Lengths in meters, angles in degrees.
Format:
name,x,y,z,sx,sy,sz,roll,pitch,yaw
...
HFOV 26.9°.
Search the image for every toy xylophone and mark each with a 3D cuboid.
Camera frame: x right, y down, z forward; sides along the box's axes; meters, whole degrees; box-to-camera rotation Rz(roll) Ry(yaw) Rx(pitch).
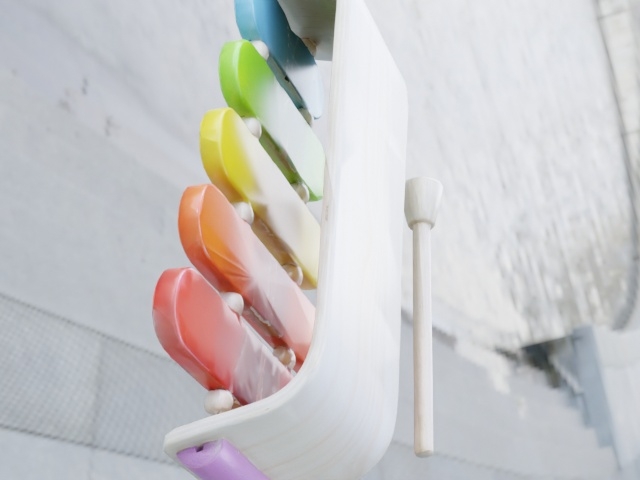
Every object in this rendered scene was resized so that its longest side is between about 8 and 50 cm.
name,x,y,z,sx,sy,sz,roll,pitch,yaw
toy xylophone,0.000,0.000,0.735,0.236,0.081,0.323,61,30,-49
